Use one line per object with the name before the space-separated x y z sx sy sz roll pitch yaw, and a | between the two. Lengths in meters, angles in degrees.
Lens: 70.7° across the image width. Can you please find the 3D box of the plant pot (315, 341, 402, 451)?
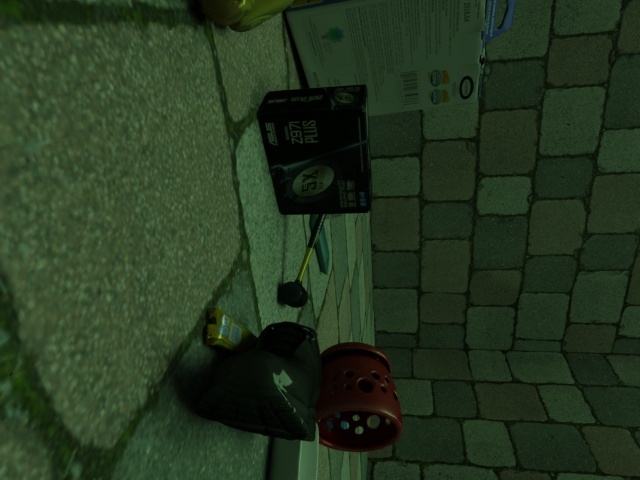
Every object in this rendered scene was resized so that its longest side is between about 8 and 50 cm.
plant pot | 0.074 0.327 0.960 0.174 0.191 0.191 -83 168 -49

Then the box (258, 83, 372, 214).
box | 0.001 -0.131 0.682 0.077 0.147 0.180 -80 167 -47

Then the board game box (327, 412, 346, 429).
board game box | 0.040 0.400 1.164 0.160 0.047 0.210 64 26 -68

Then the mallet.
mallet | -0.021 0.018 0.733 0.062 0.039 0.189 33 75 -77

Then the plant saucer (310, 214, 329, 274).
plant saucer | 0.000 0.000 1.048 0.192 0.018 0.067 79 14 -50

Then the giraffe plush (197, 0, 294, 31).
giraffe plush | -0.048 -0.323 0.415 0.170 0.210 0.181 62 -15 -14

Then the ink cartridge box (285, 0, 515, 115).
ink cartridge box | 0.163 -0.387 0.855 0.270 0.395 0.151 65 26 -57

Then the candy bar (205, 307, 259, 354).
candy bar | -0.092 0.113 0.507 0.161 0.018 0.040 68 25 -64

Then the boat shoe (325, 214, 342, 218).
boat shoe | 0.047 -0.092 1.186 0.184 0.063 0.066 -30 119 -78

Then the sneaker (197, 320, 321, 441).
sneaker | -0.049 0.142 0.486 0.286 0.109 0.130 90 12 -66

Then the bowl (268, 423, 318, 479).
bowl | -0.041 0.344 0.686 0.142 0.053 0.142 71 22 -62
